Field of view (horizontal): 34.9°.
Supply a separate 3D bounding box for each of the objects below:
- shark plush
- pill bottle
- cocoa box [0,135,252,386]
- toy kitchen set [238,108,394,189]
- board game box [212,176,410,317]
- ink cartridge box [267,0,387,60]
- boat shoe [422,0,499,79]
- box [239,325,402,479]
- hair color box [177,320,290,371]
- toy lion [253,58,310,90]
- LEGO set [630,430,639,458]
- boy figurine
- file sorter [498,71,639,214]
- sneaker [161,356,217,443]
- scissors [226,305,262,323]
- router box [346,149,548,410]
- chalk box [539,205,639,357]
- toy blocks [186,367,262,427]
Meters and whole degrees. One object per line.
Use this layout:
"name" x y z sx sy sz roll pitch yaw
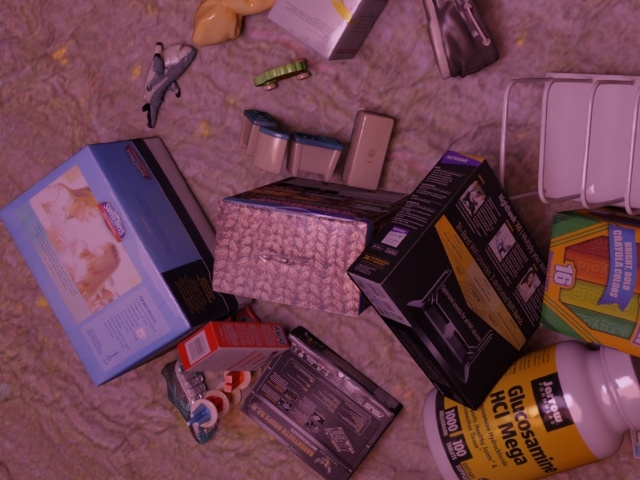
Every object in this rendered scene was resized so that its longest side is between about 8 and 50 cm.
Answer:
"shark plush" -0.271 -0.267 1.769 0.067 0.073 0.161 17 103 -15
"pill bottle" 0.342 0.265 1.568 0.334 0.188 0.187 -25 91 24
"cocoa box" -0.328 0.029 1.738 0.231 0.228 0.347 -32 86 24
"toy kitchen set" -0.012 -0.178 1.687 0.207 0.166 0.122 9 107 -19
"board game box" 0.000 0.000 1.591 0.232 0.291 0.141 10 103 19
"ink cartridge box" 0.026 -0.387 1.595 0.127 0.128 0.176 36 109 11
"boat shoe" 0.189 -0.414 1.551 0.096 0.112 0.335 -15 101 4
"box" -0.001 0.290 1.773 0.231 0.056 0.183 37 110 11
"hair color box" -0.144 0.178 1.703 0.093 0.167 0.053 -36 62 32
"toy lion" -0.067 -0.272 1.668 0.100 0.096 0.034 -15 95 22
"LEGO set" 0.556 0.219 1.553 0.183 0.060 0.244 -6 96 22
"boy figurine" -0.119 -0.436 1.659 0.177 0.092 0.285 32 110 11
"file sorter" 0.409 -0.136 1.441 0.278 0.173 0.192 10 104 38
"sneaker" -0.243 0.292 1.869 0.076 0.065 0.166 -14 92 38
"scissors" -0.154 0.063 1.804 0.109 0.021 0.297 2 102 21
"router box" 0.207 0.062 1.491 0.081 0.243 0.309 20 153 51
"chalk box" 0.486 0.064 1.435 0.289 0.179 0.180 14 105 42
"toy blocks" -0.172 0.267 1.782 0.054 0.148 0.123 40 111 8
